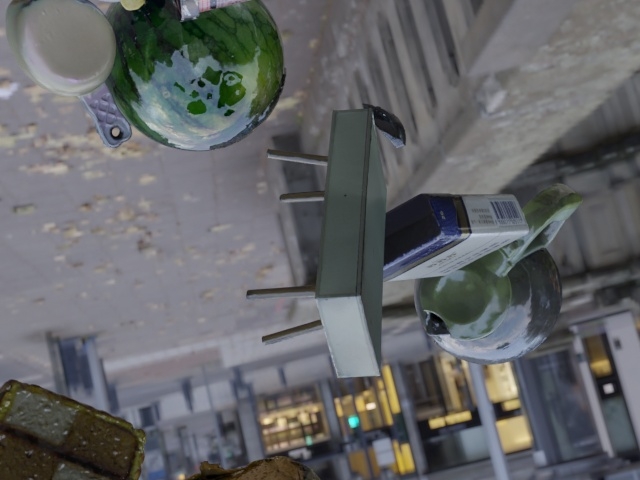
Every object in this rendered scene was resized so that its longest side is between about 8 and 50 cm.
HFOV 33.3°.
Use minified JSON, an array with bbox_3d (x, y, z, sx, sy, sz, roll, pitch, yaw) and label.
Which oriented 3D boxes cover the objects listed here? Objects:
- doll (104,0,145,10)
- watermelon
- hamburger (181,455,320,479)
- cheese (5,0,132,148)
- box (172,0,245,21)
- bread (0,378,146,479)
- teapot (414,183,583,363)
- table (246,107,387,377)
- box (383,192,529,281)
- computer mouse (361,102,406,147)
[{"bbox_3d":[-0.361,-0.511,1.820,0.117,0.296,0.141,-22,143,13],"label":"doll"},{"bbox_3d":[-0.239,-0.338,1.974,0.363,0.363,0.363,-13,170,-2],"label":"watermelon"},{"bbox_3d":[-0.115,0.461,1.653,0.319,0.158,0.318,-8,-154,4],"label":"hamburger"},{"bbox_3d":[-0.233,-0.173,1.042,0.171,0.092,0.048,44,159,-31],"label":"cheese"},{"bbox_3d":[-0.164,-0.418,1.629,0.135,0.151,0.151,-10,170,-9],"label":"box"},{"bbox_3d":[-0.343,0.290,1.365,0.222,0.181,0.096,25,143,-18],"label":"bread"},{"bbox_3d":[0.293,0.071,1.714,0.322,0.239,0.239,-23,171,18],"label":"teapot"},{"bbox_3d":[0.000,0.000,1.026,0.111,0.240,0.121,-4,137,10],"label":"table"},{"bbox_3d":[0.157,-0.004,1.475,0.168,0.071,0.259,-30,163,32],"label":"box"},{"bbox_3d":[0.137,-0.245,2.214,0.047,0.135,0.079,-45,150,5],"label":"computer mouse"}]
